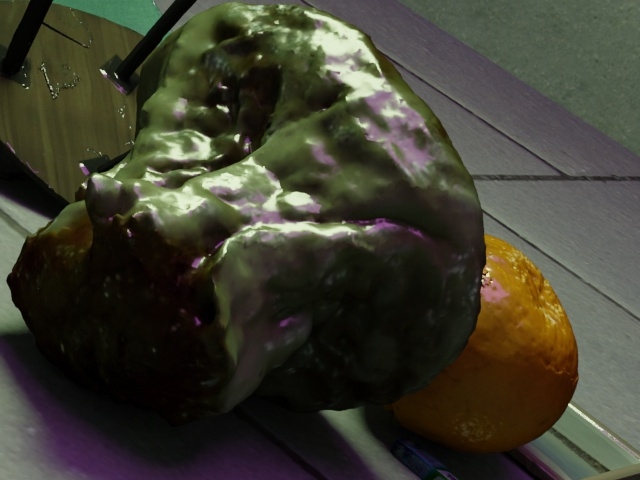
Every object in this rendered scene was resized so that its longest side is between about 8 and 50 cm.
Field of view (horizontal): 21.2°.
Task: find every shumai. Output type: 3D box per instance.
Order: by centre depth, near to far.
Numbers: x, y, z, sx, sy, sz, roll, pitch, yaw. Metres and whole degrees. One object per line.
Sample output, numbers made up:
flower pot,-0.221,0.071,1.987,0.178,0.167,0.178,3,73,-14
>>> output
shumai,-0.089,-0.002,1.428,0.397,0.324,0.323,42,40,23

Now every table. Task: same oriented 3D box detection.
table,-0.189,-0.208,1.690,0.317,0.249,0.317,29,39,-27

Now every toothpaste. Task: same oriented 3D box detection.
toothpaste,0.101,0.208,1.545,0.083,0.017,0.020,37,19,28

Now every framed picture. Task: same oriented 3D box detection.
framed picture,0.198,0.169,1.798,0.289,0.016,0.213,38,20,29

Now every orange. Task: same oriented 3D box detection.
orange,0.138,0.096,1.614,0.219,0.193,0.219,-24,90,-85

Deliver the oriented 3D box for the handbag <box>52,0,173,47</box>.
handbag,-0.306,-0.255,1.913,0.268,0.100,0.274,-18,71,-52
